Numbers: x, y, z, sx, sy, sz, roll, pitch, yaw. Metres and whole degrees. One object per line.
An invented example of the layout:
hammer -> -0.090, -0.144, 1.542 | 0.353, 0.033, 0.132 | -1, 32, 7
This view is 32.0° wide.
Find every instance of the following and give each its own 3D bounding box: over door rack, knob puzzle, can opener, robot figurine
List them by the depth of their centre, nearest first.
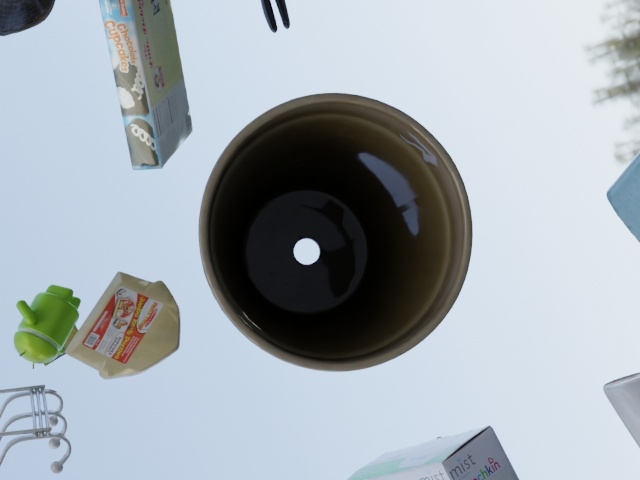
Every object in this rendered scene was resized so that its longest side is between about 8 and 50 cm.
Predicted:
robot figurine -> -0.375, 0.118, 1.527 | 0.101, 0.067, 0.115 | 66, -138, -56
over door rack -> -0.537, 0.280, 1.628 | 0.324, 0.239, 0.108 | 7, -84, -17
knob puzzle -> -0.311, 0.154, 1.880 | 0.030, 0.213, 0.213 | 58, -152, -52
can opener -> -0.097, -0.471, 2.053 | 0.073, 0.059, 0.186 | 30, -144, -78

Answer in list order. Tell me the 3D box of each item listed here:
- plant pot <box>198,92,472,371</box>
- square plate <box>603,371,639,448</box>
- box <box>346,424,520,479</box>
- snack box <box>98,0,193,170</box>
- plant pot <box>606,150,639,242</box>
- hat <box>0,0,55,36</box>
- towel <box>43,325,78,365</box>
plant pot -> 0.000, 0.000, 1.410 | 0.280, 0.323, 0.323 | 151, 101, -80
square plate -> 0.647, 0.288, 1.624 | 0.049, 0.344, 0.347 | 90, 159, -51
box -> 0.192, 0.422, 1.677 | 0.127, 0.262, 0.231 | -28, -90, -38
snack box -> -0.295, -0.302, 1.906 | 0.187, 0.060, 0.322 | -66, -28, -62
plant pot -> 0.421, -0.054, 0.836 | 0.248, 0.252, 0.247 | -15, -123, -25
hat -> -0.517, -0.481, 1.695 | 0.134, 0.331, 0.331 | -4, -104, -52
towel -> -0.450, 0.174, 1.916 | 0.060, 0.083, 0.009 | 50, 160, 23
